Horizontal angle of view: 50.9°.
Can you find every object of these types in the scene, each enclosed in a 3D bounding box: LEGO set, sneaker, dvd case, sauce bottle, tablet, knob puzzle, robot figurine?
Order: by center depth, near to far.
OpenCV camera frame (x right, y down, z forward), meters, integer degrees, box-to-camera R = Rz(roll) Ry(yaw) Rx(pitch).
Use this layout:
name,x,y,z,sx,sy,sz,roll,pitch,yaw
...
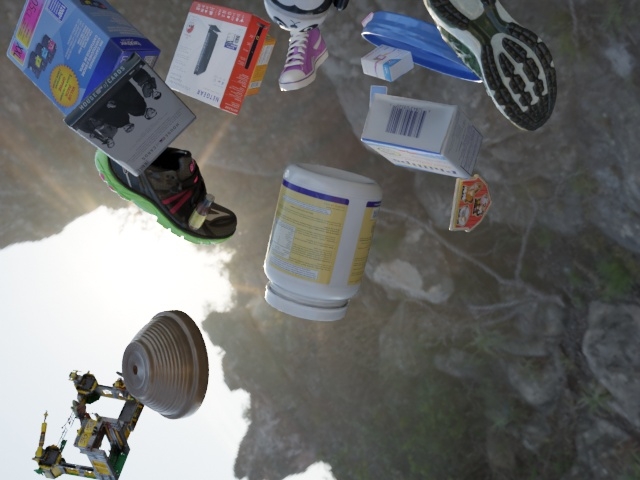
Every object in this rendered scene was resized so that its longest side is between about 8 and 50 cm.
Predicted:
name,x,y,z,sx,sy,sz,roll,pitch,yaw
dvd case,-0.357,-0.235,1.298,0.029,0.179,0.239,45,178,21
sneaker,0.370,-0.421,1.485,0.410,0.158,0.182,56,-179,-2
robot figurine,-0.043,-0.635,1.601,0.209,0.173,0.278,43,143,20
LEGO set,-0.584,0.448,1.711,0.254,0.331,0.192,14,138,12
sauce bottle,-0.326,-0.080,1.851,0.042,0.042,0.128,55,136,12
sneaker,-0.068,-0.546,1.913,0.282,0.102,0.161,-70,-31,-48
sneaker,-0.404,-0.148,1.926,0.482,0.202,0.185,35,-162,-39
knob puzzle,0.504,-0.119,2.192,0.030,0.213,0.213,21,150,47
tablet,0.192,-0.471,2.232,0.006,0.054,0.083,-57,-28,-66

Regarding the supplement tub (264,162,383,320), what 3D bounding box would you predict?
name,x,y,z,sx,sy,sz,roll,pitch,yaw
supplement tub,0.000,0.000,1.602,0.240,0.332,0.241,13,-168,-3

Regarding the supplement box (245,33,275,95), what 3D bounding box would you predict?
name,x,y,z,sx,sy,sz,roll,pitch,yaw
supplement box,-0.246,-0.657,2.494,0.078,0.080,0.234,41,126,20

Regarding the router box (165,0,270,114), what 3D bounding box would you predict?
name,x,y,z,sx,sy,sz,roll,pitch,yaw
router box,-0.339,-0.595,2.165,0.335,0.301,0.082,28,-169,41

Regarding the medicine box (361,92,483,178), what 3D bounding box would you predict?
name,x,y,z,sx,sy,sz,roll,pitch,yaw
medicine box,0.307,-0.306,1.999,0.263,0.149,0.289,16,177,30

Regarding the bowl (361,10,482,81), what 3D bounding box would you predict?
name,x,y,z,sx,sy,sz,roll,pitch,yaw
bowl,0.315,-0.573,1.982,0.390,0.077,0.391,21,-170,-4

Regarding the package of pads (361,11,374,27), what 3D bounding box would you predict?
name,x,y,z,sx,sy,sz,roll,pitch,yaw
package of pads,0.174,-0.712,2.196,0.083,0.050,0.032,-7,-118,-59

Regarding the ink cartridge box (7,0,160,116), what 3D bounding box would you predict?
name,x,y,z,sx,sy,sz,roll,pitch,yaw
ink cartridge box,-0.594,-0.463,1.734,0.395,0.270,0.151,43,-150,11

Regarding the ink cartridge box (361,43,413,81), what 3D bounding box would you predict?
name,x,y,z,sx,sy,sz,roll,pitch,yaw
ink cartridge box,0.188,-0.504,1.906,0.122,0.088,0.052,31,151,45

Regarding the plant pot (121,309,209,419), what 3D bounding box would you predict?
name,x,y,z,sx,sy,sz,roll,pitch,yaw
plant pot,-0.350,0.271,1.443,0.109,0.237,0.237,-1,-135,-46
